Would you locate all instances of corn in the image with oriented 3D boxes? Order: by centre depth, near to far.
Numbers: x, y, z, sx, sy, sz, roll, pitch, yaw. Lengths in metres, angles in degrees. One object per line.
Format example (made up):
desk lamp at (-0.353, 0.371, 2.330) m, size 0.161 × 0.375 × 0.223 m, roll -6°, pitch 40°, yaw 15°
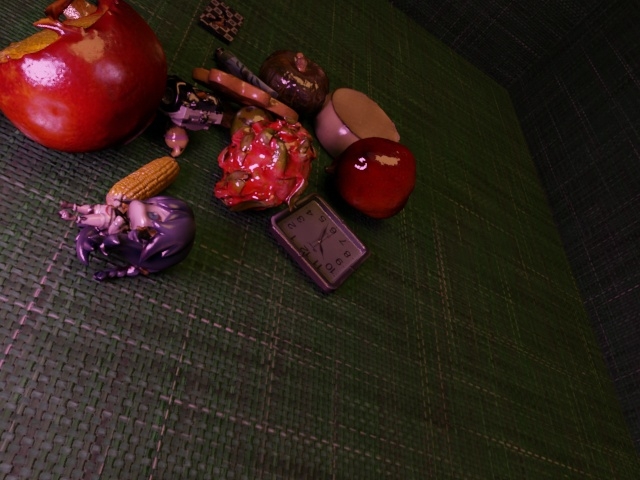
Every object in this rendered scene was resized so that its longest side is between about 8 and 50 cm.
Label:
corn at (-0.426, -0.136, 1.279) m, size 0.080 × 0.080 × 0.238 m, roll 42°, pitch 41°, yaw -4°

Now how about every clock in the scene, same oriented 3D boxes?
clock at (0.000, 0.000, 1.561) m, size 0.273 × 0.049 × 0.279 m, roll 48°, pitch 39°, yaw 4°

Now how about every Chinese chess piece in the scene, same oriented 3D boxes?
Chinese chess piece at (0.134, -0.416, 1.970) m, size 0.338 × 0.140 × 0.338 m, roll 24°, pitch 42°, yaw -24°

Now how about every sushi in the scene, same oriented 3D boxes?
sushi at (-0.367, -0.813, 1.952) m, size 0.139 × 0.031 × 0.201 m, roll 31°, pitch 45°, yaw -18°

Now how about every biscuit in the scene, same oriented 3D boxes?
biscuit at (-0.218, -0.442, 1.626) m, size 0.354 × 0.052 × 0.275 m, roll 19°, pitch 3°, yaw -39°

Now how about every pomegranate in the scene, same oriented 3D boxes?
pomegranate at (-0.220, -0.350, 1.592) m, size 0.156 × 0.156 × 0.220 m, roll -14°, pitch 57°, yaw -47°

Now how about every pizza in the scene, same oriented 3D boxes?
pizza at (-0.641, -0.598, 1.497) m, size 0.188 × 0.080 × 0.204 m, roll 52°, pitch 23°, yaw -30°

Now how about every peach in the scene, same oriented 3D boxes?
peach at (-0.522, -0.368, 1.198) m, size 0.310 × 0.334 × 0.406 m, roll 60°, pitch 22°, yaw -29°

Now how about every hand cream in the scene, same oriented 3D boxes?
hand cream at (-0.257, -0.553, 1.788) m, size 0.271 × 0.091 × 0.058 m, roll 46°, pitch 34°, yaw 5°

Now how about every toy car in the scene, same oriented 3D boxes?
toy car at (-0.413, -0.395, 1.432) m, size 0.301 × 0.118 × 0.193 m, roll 26°, pitch 17°, yaw 21°

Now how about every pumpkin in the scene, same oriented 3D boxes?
pumpkin at (-0.087, -0.569, 1.845) m, size 0.260 × 0.189 × 0.260 m, roll 16°, pitch 37°, yaw -13°

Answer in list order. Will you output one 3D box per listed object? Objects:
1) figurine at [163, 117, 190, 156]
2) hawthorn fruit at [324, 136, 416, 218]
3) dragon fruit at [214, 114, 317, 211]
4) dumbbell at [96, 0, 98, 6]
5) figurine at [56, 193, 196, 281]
figurine at (-0.396, -0.304, 1.470) m, size 0.083 × 0.083 × 0.187 m, roll 20°, pitch 31°, yaw -28°
hawthorn fruit at (0.158, -0.218, 1.740) m, size 0.307 × 0.265 × 0.265 m, roll 9°, pitch 49°, yaw -12°
dragon fruit at (-0.152, -0.203, 1.441) m, size 0.237 × 0.302 × 0.231 m, roll 53°, pitch 4°, yaw -26°
dumbbell at (-0.692, -0.748, 1.603) m, size 0.083 × 0.040 × 0.036 m, roll 34°, pitch 9°, yaw -15°
figurine at (-0.399, -0.016, 1.113) m, size 0.264 × 0.197 × 0.175 m, roll -3°, pitch 58°, yaw -20°
